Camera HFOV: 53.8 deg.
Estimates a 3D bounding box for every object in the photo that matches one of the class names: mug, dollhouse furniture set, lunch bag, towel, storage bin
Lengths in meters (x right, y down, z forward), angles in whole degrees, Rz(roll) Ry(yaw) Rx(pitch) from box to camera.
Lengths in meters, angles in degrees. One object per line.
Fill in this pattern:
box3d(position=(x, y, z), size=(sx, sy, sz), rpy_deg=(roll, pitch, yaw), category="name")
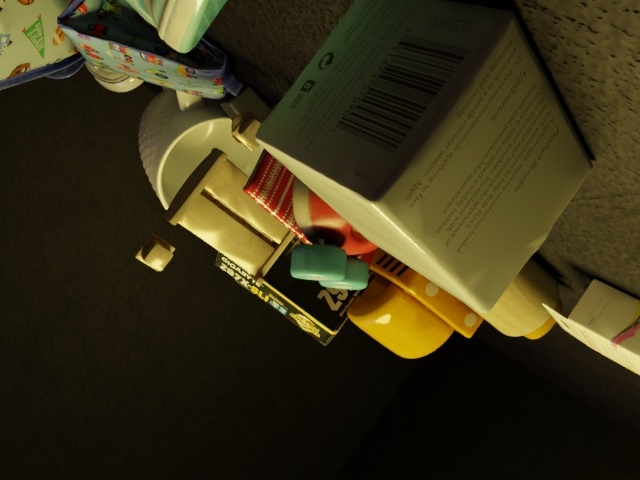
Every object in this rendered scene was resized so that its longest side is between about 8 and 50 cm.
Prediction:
box3d(position=(-0.291, -0.257, 1.443), size=(0.328, 0.276, 0.374), rpy_deg=(51, 159, 47), category="mug")
box3d(position=(-0.105, -0.050, 1.109), size=(0.303, 0.355, 0.174), rpy_deg=(40, 177, -31), category="dollhouse furniture set")
box3d(position=(-0.277, -0.334, 1.125), size=(0.293, 0.138, 0.221), rpy_deg=(27, 176, -6), category="lunch bag")
box3d(position=(0.012, -0.076, 0.989), size=(0.031, 0.199, 0.275), rpy_deg=(-7, 142, 46), category="towel")
box3d(position=(-0.144, -0.245, 1.227), size=(0.091, 0.098, 0.135), rpy_deg=(48, 174, -21), category="storage bin")
box3d(position=(-0.596, -0.438, 1.129), size=(0.327, 0.239, 0.385), rpy_deg=(25, -147, 6), category="lunch bag")

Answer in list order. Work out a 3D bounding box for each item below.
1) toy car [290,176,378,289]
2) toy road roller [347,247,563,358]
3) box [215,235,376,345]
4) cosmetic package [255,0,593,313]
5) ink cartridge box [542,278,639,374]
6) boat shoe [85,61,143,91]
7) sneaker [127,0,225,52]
box3d(position=(0.100, -0.046, 0.852), size=(0.238, 0.219, 0.210), rpy_deg=(2, 171, 21), category="toy car")
box3d(position=(0.190, 0.089, 1.022), size=(0.202, 0.241, 0.329), rpy_deg=(37, 178, -24), category="toy road roller")
box3d(position=(0.000, 0.000, 1.205), size=(0.257, 0.322, 0.079), rpy_deg=(37, 147, 4), category="box")
box3d(position=(0.083, -0.068, 0.491), size=(0.151, 0.151, 0.183), rpy_deg=(34, 176, 47), category="cosmetic package")
box3d(position=(0.392, 0.118, 0.792), size=(0.198, 0.067, 0.115), rpy_deg=(32, 175, 44), category="ink cartridge box")
box3d(position=(-0.512, -0.480, 1.413), size=(0.367, 0.136, 0.156), rpy_deg=(52, 180, 32), category="boat shoe")
box3d(position=(-0.168, -0.268, 0.538), size=(0.208, 0.127, 0.319), rpy_deg=(36, 178, -19), category="sneaker")
